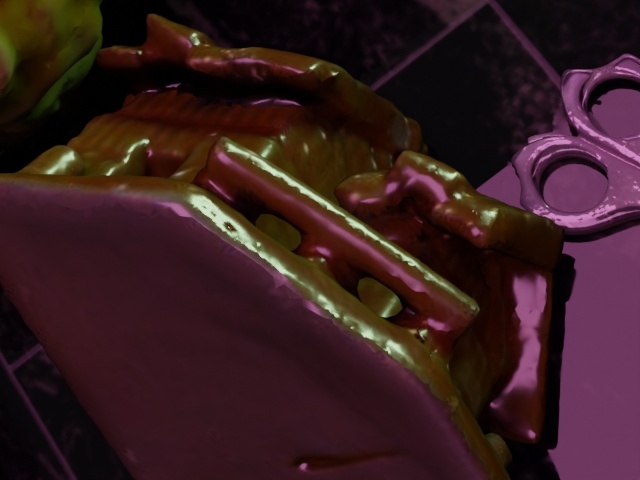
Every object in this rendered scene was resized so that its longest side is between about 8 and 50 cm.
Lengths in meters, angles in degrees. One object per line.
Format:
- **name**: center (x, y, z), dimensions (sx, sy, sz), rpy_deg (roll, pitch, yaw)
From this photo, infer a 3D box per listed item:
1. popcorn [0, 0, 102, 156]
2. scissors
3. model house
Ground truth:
- **popcorn**: center (-0.224, -0.155, 0.588), dimensions (0.279, 0.335, 0.274), rpy_deg (5, 36, 23)
- **scissors**: center (0.188, -0.018, 0.608), dimensions (0.189, 0.015, 0.100), rpy_deg (30, 86, 17)
- **model house**: center (0.000, 0.001, 0.568), dimensions (0.199, 0.220, 0.229), rpy_deg (-4, 34, 23)
